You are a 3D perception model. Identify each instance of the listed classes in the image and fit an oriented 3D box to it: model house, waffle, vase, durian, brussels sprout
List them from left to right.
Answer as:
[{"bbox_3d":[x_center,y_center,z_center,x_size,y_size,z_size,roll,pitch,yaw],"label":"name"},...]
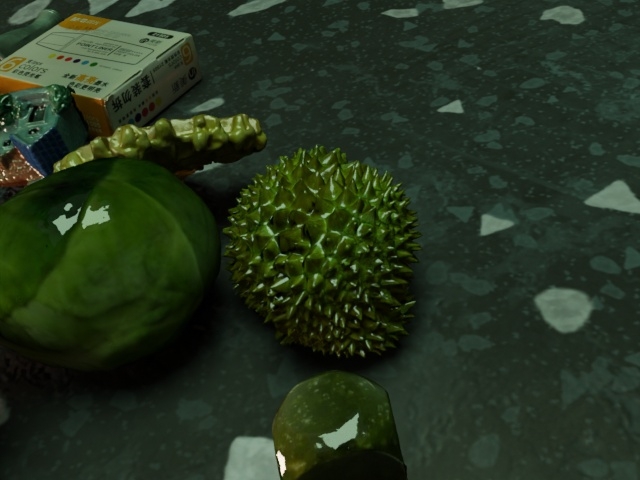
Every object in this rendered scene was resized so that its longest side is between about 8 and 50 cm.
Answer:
[{"bbox_3d":[-0.530,-0.348,1.390,0.086,0.086,0.214,2,38,15],"label":"vase"},{"bbox_3d":[-0.407,-0.121,1.081,0.148,0.119,0.148,-9,48,3],"label":"model house"},{"bbox_3d":[-0.245,0.029,0.804,0.271,0.210,0.219,-16,33,19],"label":"brussels sprout"},{"bbox_3d":[-0.201,-0.100,0.958,0.249,0.056,0.253,-13,-2,-30],"label":"waffle"},{"bbox_3d":[0.001,0.001,0.802,0.200,0.176,0.237,-1,26,-18],"label":"durian"}]

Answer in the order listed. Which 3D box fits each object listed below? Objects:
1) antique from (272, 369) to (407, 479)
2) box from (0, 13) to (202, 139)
[{"bbox_3d":[0.025,0.178,0.545,0.081,0.221,0.080,-13,40,-1],"label":"antique"},{"bbox_3d":[-0.361,-0.263,1.240,0.274,0.091,0.221,15,46,27],"label":"box"}]
